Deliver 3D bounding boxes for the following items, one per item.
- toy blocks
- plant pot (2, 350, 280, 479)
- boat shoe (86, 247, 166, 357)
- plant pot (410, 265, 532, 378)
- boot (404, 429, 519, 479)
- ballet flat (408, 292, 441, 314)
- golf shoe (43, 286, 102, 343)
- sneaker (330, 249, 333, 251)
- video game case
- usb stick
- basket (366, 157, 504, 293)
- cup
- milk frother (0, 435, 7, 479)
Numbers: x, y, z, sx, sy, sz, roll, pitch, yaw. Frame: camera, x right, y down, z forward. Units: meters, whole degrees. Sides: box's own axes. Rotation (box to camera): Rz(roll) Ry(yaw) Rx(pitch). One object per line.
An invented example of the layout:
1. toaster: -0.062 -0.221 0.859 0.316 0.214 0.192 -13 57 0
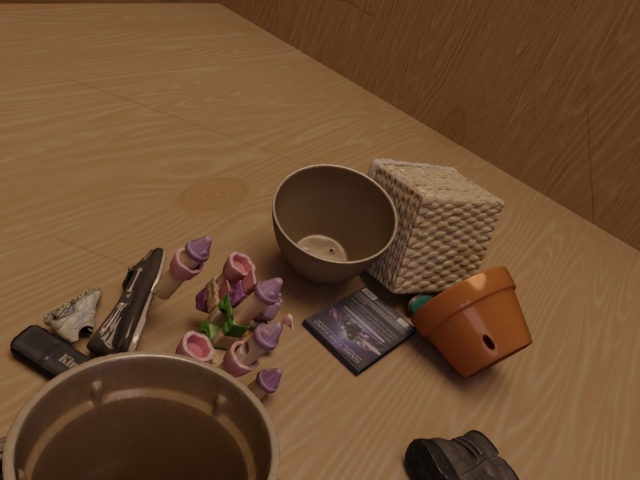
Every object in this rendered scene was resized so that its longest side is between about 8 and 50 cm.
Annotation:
1. toy blocks: -0.150 0.145 1.161 0.309 0.260 0.288 24 33 -37
2. plant pot: -0.255 0.380 0.779 0.334 0.305 0.333 14 27 -7
3. boat shoe: -0.418 0.121 1.236 0.096 0.112 0.335 19 37 -15
4. plant pot: 0.413 0.228 1.474 0.291 0.291 0.203 -10 63 -40
5. boot: 0.338 0.535 1.130 0.223 0.118 0.338 7 41 -32
6. ballet flat: 0.322 0.181 1.659 0.213 0.072 0.068 -3 14 -35
7. golf shoe: -0.505 0.160 1.181 0.086 0.069 0.176 57 16 -9
8. sneaker: -0.001 0.002 1.707 0.170 0.051 0.089 33 32 9
9. video game case: 0.109 0.230 1.485 0.196 0.026 0.274 41 38 24
10. usb stick: -0.469 0.253 1.080 0.278 0.045 0.077 30 33 8
11. basket: 0.300 -0.039 1.654 0.332 0.328 0.266 2 25 -29
12. cup: 0.018 -0.010 1.534 0.332 0.236 0.330 7 52 -9
13. milk frother: -0.490 0.382 0.864 0.135 0.129 0.143 -14 92 -42
